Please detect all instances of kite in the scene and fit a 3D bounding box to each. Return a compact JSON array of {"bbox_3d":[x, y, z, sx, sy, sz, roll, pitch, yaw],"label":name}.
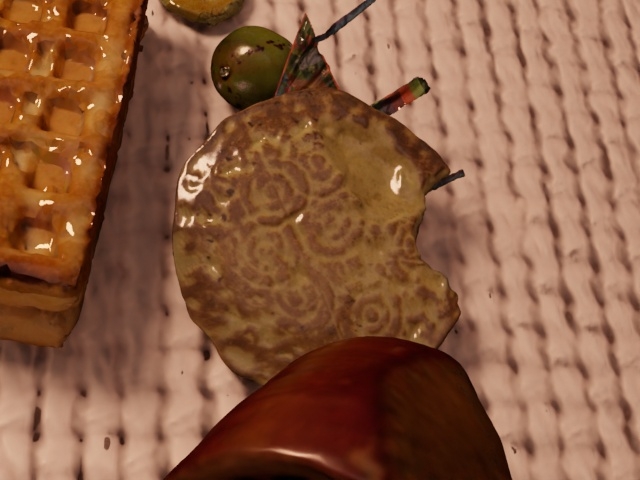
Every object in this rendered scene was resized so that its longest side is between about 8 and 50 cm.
[{"bbox_3d":[0.017,-0.084,0.767,0.160,0.010,0.183,-30,99,-11],"label":"kite"}]

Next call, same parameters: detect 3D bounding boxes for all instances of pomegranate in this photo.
[{"bbox_3d":[-0.050,-0.135,0.794,0.073,0.084,0.073,1,100,7],"label":"pomegranate"}]

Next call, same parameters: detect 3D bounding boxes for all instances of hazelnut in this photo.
[{"bbox_3d":[0.006,0.170,0.564,0.217,0.217,0.252,21,48,-1],"label":"hazelnut"}]

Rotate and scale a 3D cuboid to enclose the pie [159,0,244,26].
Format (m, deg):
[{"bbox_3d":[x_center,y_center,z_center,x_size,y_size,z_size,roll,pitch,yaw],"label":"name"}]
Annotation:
[{"bbox_3d":[-0.104,-0.215,0.848,0.084,0.020,0.084,6,58,-10],"label":"pie"}]

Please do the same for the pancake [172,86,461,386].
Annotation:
[{"bbox_3d":[0.000,0.000,0.717,0.211,0.029,0.235,7,74,-8],"label":"pancake"}]

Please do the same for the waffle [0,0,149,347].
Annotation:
[{"bbox_3d":[-0.243,-0.089,0.703,0.212,0.091,0.308,9,58,-8],"label":"waffle"}]
